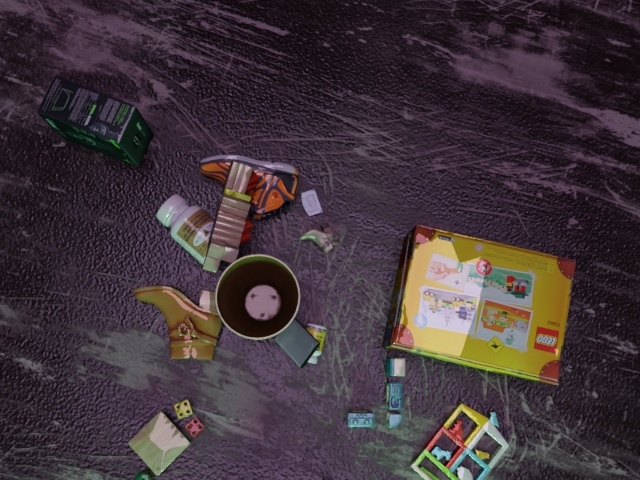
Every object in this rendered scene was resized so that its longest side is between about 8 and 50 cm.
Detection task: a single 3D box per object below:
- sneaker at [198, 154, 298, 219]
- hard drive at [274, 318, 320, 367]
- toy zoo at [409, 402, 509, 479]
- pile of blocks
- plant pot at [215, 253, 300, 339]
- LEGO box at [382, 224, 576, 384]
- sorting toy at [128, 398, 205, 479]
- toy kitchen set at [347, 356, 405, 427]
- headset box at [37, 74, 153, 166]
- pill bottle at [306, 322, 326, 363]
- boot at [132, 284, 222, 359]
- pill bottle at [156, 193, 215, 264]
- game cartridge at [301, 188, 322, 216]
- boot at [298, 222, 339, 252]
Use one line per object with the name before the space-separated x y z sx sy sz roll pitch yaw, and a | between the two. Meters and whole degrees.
sneaker | -0.235 -0.165 1.978 0.320 0.124 0.180 6 79 -1
hard drive | -0.071 0.310 1.909 0.135 0.022 0.094 40 98 35
toy zoo | 0.438 0.638 1.907 0.192 0.030 0.293 41 81 5
pile of blocks | -0.254 -0.066 1.857 0.112 0.149 0.363 17 71 -13
plant pot | -0.180 0.176 1.854 0.236 0.254 0.237 0 80 -3
LEGO box | 0.478 0.198 1.902 0.499 0.193 0.373 13 80 0
sorting toy | -0.473 0.599 1.875 0.274 0.046 0.132 -44 84 -8
toy kitchen set | 0.166 0.457 1.883 0.165 0.122 0.207 1 80 -2
headset box | -0.678 -0.359 1.938 0.282 0.246 0.131 21 79 1
pill bottle | -0.023 0.319 1.930 0.065 0.065 0.117 12 80 0
boot | -0.446 0.252 1.920 0.283 0.109 0.220 7 84 -8
pill bottle | -0.392 -0.034 1.946 0.229 0.131 0.131 41 81 5
game cartridge | -0.031 -0.121 2.033 0.055 0.017 0.083 -17 81 -8
boot | 0.000 0.000 2.000 0.118 0.042 0.087 -27 84 -6
